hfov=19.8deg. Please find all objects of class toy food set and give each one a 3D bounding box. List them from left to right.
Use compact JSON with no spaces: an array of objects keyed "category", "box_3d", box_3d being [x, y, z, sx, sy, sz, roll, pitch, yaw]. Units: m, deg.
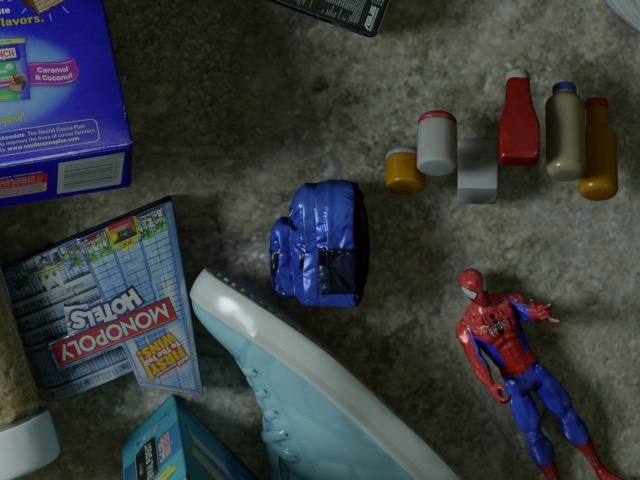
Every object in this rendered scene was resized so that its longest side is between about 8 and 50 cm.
[{"category":"toy food set","box_3d":[0.180,-0.106,1.822,0.232,0.111,0.105,0,67,4]}]

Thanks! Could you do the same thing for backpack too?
[{"category":"backpack","box_3d":[0.000,0.000,1.814,0.101,0.098,0.120,1,99,-3]}]

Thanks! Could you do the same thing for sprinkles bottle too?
[{"category":"sprinkles bottle","box_3d":[-0.357,0.058,1.757,0.121,0.121,0.355,-17,95,-4]}]

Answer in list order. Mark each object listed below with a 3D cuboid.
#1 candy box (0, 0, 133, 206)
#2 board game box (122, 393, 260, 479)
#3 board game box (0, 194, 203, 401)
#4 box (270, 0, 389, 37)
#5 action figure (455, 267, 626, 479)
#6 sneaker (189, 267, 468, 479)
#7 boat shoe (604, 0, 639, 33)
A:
[{"category":"candy box","box_3d":[-0.328,-0.191,1.663,0.268,0.122,0.317,-9,74,-12]},{"category":"board game box","box_3d":[-0.073,0.292,1.725,0.079,0.336,0.254,-44,100,1]},{"category":"board game box","box_3d":[-0.200,0.082,1.821,0.194,0.060,0.194,-23,99,-3]},{"category":"box","box_3d":[0.012,-0.305,1.782,0.147,0.077,0.180,19,95,-9]},{"category":"action figure","box_3d":[0.219,0.153,1.845,0.091,0.139,0.280,-31,98,-3]},{"category":"sneaker","box_3d":[-0.014,0.187,1.820,0.366,0.135,0.150,43,88,-9]},{"category":"boat shoe","box_3d":[0.396,-0.203,1.834,0.267,0.088,0.096,41,92,-10]}]
